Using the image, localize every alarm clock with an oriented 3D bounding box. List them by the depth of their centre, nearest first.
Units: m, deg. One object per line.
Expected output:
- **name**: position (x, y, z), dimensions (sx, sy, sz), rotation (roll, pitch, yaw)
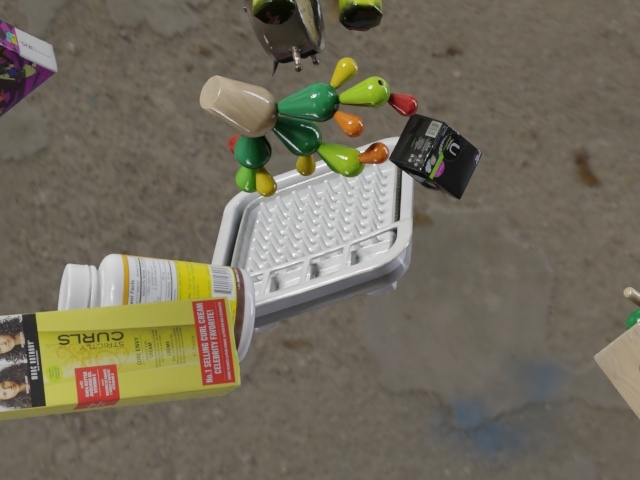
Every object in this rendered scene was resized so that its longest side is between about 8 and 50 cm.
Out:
- **alarm clock**: position (-0.047, -0.265, 1.631), dimensions (0.064, 0.129, 0.192), rotation (-12, 97, 12)

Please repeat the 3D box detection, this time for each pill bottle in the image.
- **pill bottle**: position (-0.190, 0.079, 1.849), dimensions (0.215, 0.117, 0.117), rotation (7, 112, -16)

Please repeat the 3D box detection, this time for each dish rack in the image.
- **dish rack**: position (0.000, 0.000, 2.089), dimensions (0.286, 0.333, 0.072), rotation (-19, 119, 15)

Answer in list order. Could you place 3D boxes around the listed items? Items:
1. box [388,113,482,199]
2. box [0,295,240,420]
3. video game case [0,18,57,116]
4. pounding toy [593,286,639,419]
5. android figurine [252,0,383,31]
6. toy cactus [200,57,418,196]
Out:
- **box**: position (0.128, -0.093, 1.766), dimensions (0.083, 0.052, 0.062), rotation (34, 82, -47)
- **box**: position (-0.190, 0.102, 1.376), dimensions (0.232, 0.058, 0.087), rotation (-3, 78, -20)
- **video game case**: position (-0.399, -0.143, 1.486), dimensions (0.232, 0.041, 0.210), rotation (-34, 147, 24)
- **pounding toy**: position (0.335, 0.103, 1.515), dimensions (0.130, 0.141, 0.100), rotation (-27, 167, -44)
- **android figurine**: position (-0.008, -0.325, 1.569), dimensions (0.248, 0.272, 0.056), rotation (2, 149, -10)
- **toy cactus**: position (-0.031, -0.118, 1.538), dimensions (0.180, 0.219, 0.112), rotation (23, 62, -35)
